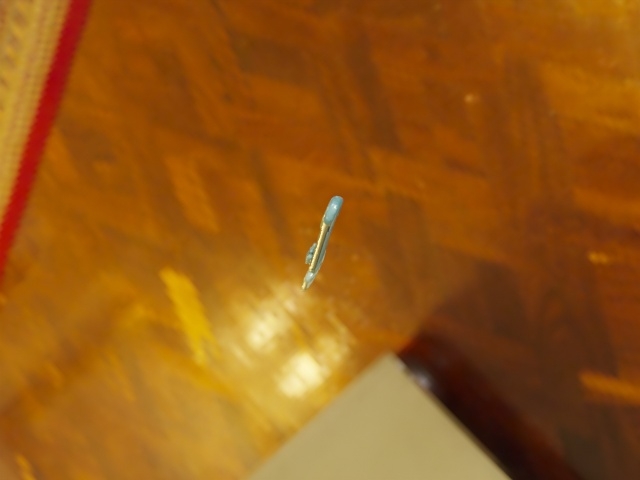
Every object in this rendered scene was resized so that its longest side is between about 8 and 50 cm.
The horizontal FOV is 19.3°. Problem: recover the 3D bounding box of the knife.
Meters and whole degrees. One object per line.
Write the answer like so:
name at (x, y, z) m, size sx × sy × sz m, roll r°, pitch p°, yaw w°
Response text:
knife at (0.000, 0.000, 1.044) m, size 0.010 × 0.027 × 0.096 m, roll 25°, pitch 154°, yaw 3°
